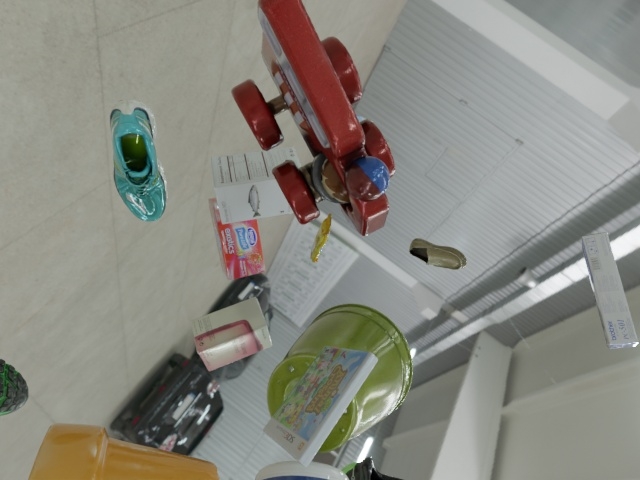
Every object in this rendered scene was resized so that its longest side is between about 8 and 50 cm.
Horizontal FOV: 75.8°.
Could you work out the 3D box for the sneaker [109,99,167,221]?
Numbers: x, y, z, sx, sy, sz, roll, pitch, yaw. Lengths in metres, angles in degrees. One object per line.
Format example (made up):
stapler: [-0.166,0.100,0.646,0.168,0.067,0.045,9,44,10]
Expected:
sneaker: [-0.372,-0.139,0.830,0.106,0.110,0.275,-9,137,-17]

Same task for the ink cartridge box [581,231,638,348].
ink cartridge box: [0.553,0.097,0.793,0.097,0.046,0.207,29,54,-53]

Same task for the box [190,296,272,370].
box: [-0.296,0.315,1.386,0.232,0.127,0.149,-19,139,-13]

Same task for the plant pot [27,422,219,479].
plant pot: [-0.217,0.315,0.448,0.205,0.187,0.205,-44,-141,51]

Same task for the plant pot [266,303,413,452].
plant pot: [0.039,0.384,1.126,0.367,0.366,0.353,-54,163,15]

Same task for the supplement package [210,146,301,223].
supplement package: [-0.131,-0.117,0.868,0.105,0.179,0.105,91,-15,-48]

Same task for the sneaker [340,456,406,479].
sneaker: [0.259,0.863,1.242,0.202,0.482,0.185,-51,175,14]

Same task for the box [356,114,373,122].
box: [0.113,-0.255,1.125,0.044,0.159,0.233,-13,-175,24]

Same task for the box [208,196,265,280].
box: [-0.269,-0.017,1.325,0.128,0.257,0.122,-13,-164,-21]

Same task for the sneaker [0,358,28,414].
sneaker: [-0.834,0.332,0.904,0.146,0.343,0.134,115,-20,-44]

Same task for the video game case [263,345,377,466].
video game case: [-0.006,0.291,0.769,0.212,0.023,0.193,-49,-168,-24]

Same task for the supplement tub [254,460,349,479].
supplement tub: [-0.048,0.685,0.891,0.325,0.235,0.235,-87,-157,-46]

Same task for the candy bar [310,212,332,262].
candy bar: [0.000,0.000,0.773,0.161,0.018,0.040,114,-17,-66]

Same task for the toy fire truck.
toy fire truck: [0.004,-0.137,0.539,0.169,0.302,0.254,-27,-166,0]

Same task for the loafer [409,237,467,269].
loafer: [0.281,0.040,1.004,0.050,0.148,0.056,-36,132,-39]
